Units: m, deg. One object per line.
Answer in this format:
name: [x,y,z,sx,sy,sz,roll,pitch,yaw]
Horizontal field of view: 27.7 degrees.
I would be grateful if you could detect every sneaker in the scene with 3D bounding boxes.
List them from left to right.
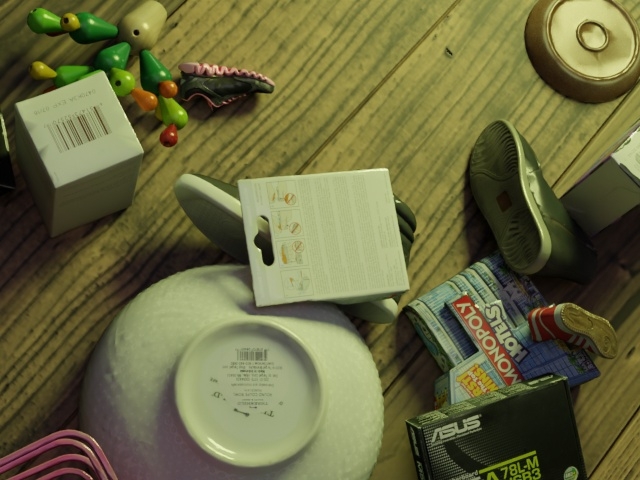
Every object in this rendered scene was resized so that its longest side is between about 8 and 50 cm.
sneaker: [-0.115,-0.182,1.565,0.119,0.047,0.057,7,93,-10]
sneaker: [-0.019,-0.032,1.505,0.296,0.104,0.147,29,67,-9]
sneaker: [0.260,-0.042,1.592,0.118,0.083,0.222,19,48,-39]
sneaker: [0.289,0.106,1.501,0.118,0.067,0.042,33,61,-35]

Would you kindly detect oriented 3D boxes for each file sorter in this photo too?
file sorter: [-0.273,0.313,1.232,0.202,0.290,0.182,-25,77,-19]

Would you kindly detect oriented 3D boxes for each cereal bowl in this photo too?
cereal bowl: [-0.088,0.178,1.398,0.339,0.141,0.339,4,72,-11]

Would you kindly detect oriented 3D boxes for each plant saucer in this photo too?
plant saucer: [0.353,-0.264,1.701,0.168,0.029,0.168,4,71,-12]

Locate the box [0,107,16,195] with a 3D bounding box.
box: [-0.470,-0.180,1.348,0.079,0.322,0.257,-23,74,24]

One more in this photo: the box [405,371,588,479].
box: [0.204,0.262,1.455,0.191,0.045,0.184,-15,101,-17]

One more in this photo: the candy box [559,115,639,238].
candy box: [0.402,-0.110,1.589,0.070,0.165,0.196,46,69,4]

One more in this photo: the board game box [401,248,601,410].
board game box: [0.193,0.130,1.519,0.194,0.060,0.194,-30,81,-21]

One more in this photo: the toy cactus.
toy cactus: [-0.235,-0.211,1.525,0.219,0.112,0.180,29,50,0]

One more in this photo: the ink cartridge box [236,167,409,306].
ink cartridge box: [0.000,0.000,1.425,0.179,0.045,0.145,-6,78,-18]

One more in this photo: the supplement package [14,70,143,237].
supplement package: [-0.267,-0.090,1.420,0.105,0.179,0.105,-25,80,-19]
